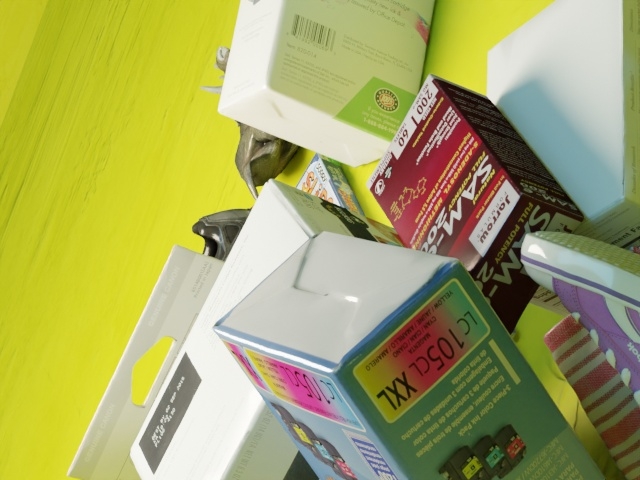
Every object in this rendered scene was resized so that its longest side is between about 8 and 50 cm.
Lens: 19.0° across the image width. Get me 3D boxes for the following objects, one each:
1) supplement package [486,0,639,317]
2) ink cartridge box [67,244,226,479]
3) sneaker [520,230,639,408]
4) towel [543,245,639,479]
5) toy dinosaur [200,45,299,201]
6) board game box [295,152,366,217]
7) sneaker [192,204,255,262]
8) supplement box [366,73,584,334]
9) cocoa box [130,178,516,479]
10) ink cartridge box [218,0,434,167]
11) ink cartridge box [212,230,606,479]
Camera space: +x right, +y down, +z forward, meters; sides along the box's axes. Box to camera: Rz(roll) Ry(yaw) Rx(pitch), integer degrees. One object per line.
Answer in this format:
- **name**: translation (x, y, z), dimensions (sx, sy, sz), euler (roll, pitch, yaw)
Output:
- **supplement package**: translation (0.263, -0.086, 1.744), dimensions (0.204, 0.145, 0.262), euler (-35, 42, 49)
- **ink cartridge box**: translation (-0.120, 0.161, 2.163), dimensions (0.296, 0.261, 0.066), euler (-64, 27, 10)
- **sneaker**: translation (0.261, 0.107, 1.533), dimensions (0.282, 0.102, 0.161), euler (30, 106, 27)
- **towel**: translation (0.276, 0.121, 1.625), dimensions (0.144, 0.029, 0.197), euler (-51, 54, 36)
- **toy dinosaur**: translation (-0.064, -0.145, 2.483), dimensions (0.160, 0.121, 0.313), euler (120, 150, -45)
- **board game box**: translation (0.000, 0.000, 2.307), dimensions (0.136, 0.035, 0.201), euler (-59, 28, 21)
- **sneaker**: translation (-0.107, 0.089, 2.283), dimensions (0.097, 0.135, 0.276), euler (-174, 85, -72)
- **supplement box**: translation (0.132, -0.036, 1.709), dimensions (0.130, 0.073, 0.239), euler (-61, 29, 19)
- **cocoa box**: translation (-0.004, 0.159, 1.979), dimensions (0.347, 0.228, 0.231), euler (-63, 27, 13)
- **ink cartridge box**: translation (0.022, -0.290, 2.281), dimensions (0.119, 0.207, 0.353), euler (-20, 54, 56)
- **ink cartridge box**: translation (0.110, 0.196, 1.653), dimensions (0.151, 0.395, 0.270), euler (-42, 20, -15)
